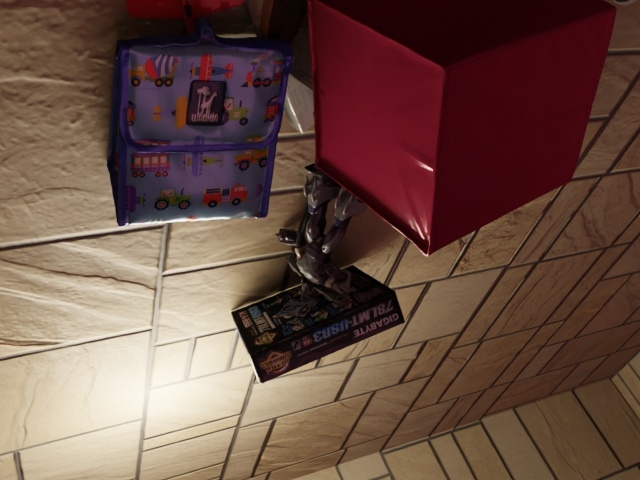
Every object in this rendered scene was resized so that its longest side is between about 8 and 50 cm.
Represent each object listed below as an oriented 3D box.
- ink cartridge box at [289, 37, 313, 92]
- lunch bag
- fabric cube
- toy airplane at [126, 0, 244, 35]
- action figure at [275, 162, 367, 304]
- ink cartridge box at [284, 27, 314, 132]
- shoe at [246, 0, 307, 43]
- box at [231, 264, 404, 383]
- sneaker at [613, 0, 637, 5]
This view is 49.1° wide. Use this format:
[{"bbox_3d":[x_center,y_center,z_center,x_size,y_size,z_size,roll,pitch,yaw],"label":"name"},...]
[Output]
[{"bbox_3d":[0.067,-0.274,0.990,0.139,0.082,0.191,22,106,-49],"label":"ink cartridge box"},{"bbox_3d":[-0.168,-0.170,0.955,0.220,0.138,0.293,-5,139,-22],"label":"lunch bag"},{"bbox_3d":[0.161,-0.183,0.886,0.258,0.254,0.259,-26,136,-25],"label":"fabric cube"},{"bbox_3d":[-0.170,-0.280,0.895,0.151,0.028,0.151,-11,150,-7],"label":"toy airplane"},{"bbox_3d":[0.000,0.000,1.292,0.099,0.185,0.285,-25,139,-49],"label":"action figure"},{"bbox_3d":[0.010,-0.268,1.055,0.179,0.045,0.145,-42,148,-11],"label":"ink cartridge box"},{"bbox_3d":[-0.058,-0.334,0.895,0.076,0.058,0.219,-35,156,-26],"label":"shoe"},{"bbox_3d":[-0.018,0.153,1.400,0.293,0.295,0.073,-23,103,-10],"label":"box"},{"bbox_3d":[0.433,-0.459,0.987,0.163,0.086,0.226,-3,115,-41],"label":"sneaker"}]
